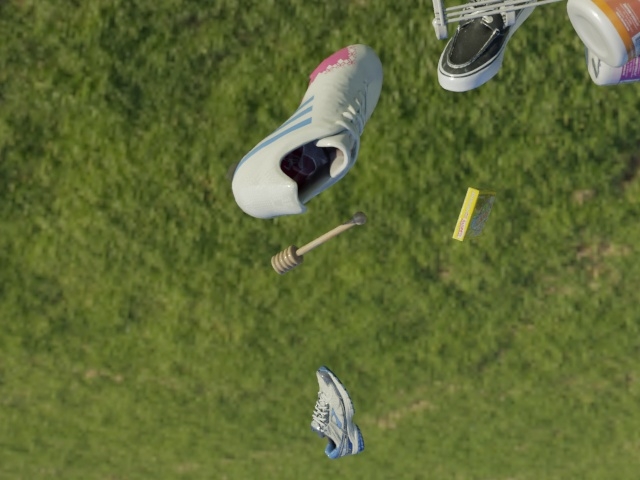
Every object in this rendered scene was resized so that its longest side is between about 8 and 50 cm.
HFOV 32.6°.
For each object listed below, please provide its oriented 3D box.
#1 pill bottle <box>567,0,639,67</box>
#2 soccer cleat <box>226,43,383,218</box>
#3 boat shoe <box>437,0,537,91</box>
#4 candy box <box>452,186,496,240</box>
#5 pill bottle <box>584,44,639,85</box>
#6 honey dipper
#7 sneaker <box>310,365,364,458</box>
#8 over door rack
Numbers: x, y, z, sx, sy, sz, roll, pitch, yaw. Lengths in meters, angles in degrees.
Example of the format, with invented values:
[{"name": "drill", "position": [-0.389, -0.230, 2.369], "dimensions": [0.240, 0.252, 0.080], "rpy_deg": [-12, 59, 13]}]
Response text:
[{"name": "pill bottle", "position": [0.459, -0.347, 1.507], "dimensions": [0.216, 0.121, 0.121], "rpy_deg": [-37, 154, 1]}, {"name": "soccer cleat", "position": [0.017, -0.144, 1.466], "dimensions": [0.143, 0.331, 0.116], "rpy_deg": [6, 137, 44]}, {"name": "boat shoe", "position": [0.288, -0.382, 1.896], "dimensions": [0.108, 0.301, 0.102], "rpy_deg": [19, 147, 32]}, {"name": "candy box", "position": [0.312, -0.054, 2.199], "dimensions": [0.027, 0.105, 0.206], "rpy_deg": [22, -171, 17]}, {"name": "pill bottle", "position": [0.629, -0.370, 1.929], "dimensions": [0.301, 0.169, 0.169], "rpy_deg": [-6, 159, 4]}, {"name": "honey dipper", "position": [0.000, 0.000, 1.503], "dimensions": [0.160, 0.030, 0.030], "rpy_deg": [-30, 145, 30]}, {"name": "sneaker", "position": [0.014, 0.228, 1.419], "dimensions": [0.058, 0.135, 0.052], "rpy_deg": [-23, -160, -13]}, {"name": "over door rack", "position": [0.264, -0.482, 1.637], "dimensions": [0.239, 0.108, 0.324], "rpy_deg": [-11, 121, 3]}]
